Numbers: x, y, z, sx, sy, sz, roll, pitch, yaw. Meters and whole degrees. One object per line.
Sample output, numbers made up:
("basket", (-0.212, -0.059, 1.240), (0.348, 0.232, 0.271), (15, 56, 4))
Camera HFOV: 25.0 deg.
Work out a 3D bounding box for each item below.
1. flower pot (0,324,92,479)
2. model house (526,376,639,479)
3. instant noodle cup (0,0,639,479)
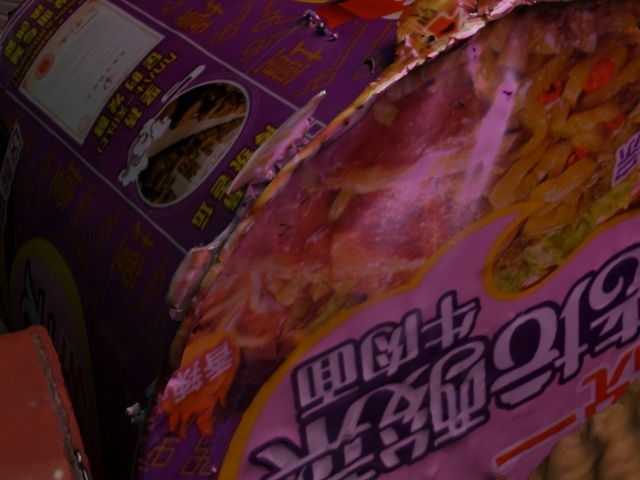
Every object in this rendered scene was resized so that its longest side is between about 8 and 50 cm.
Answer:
("flower pot", (-0.164, 0.137, 0.493), (0.173, 0.191, 0.191), (-10, 39, -18))
("model house", (0.146, 0.168, 0.508), (0.160, 0.254, 0.196), (9, 31, -9))
("instant noodle cup", (0.000, 0.000, 0.656), (0.339, 0.340, 0.266), (-8, 31, -36))
